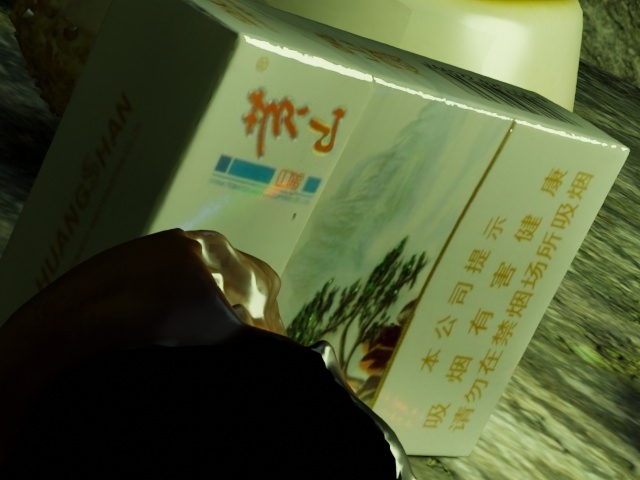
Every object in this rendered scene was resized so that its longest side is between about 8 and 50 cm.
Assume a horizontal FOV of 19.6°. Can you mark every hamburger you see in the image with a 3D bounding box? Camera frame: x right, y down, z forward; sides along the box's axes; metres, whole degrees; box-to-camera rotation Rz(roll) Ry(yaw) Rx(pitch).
[{"bbox_3d":[-0.008,-0.080,0.916,0.294,0.179,0.276,18,13,-17],"label":"hamburger"}]

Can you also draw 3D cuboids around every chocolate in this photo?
[{"bbox_3d":[-0.030,0.059,0.481,0.127,0.124,0.133,10,-7,5],"label":"chocolate"}]

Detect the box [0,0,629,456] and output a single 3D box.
[{"bbox_3d":[-0.001,0.000,0.685,0.233,0.149,0.067,10,18,-48],"label":"box"}]
